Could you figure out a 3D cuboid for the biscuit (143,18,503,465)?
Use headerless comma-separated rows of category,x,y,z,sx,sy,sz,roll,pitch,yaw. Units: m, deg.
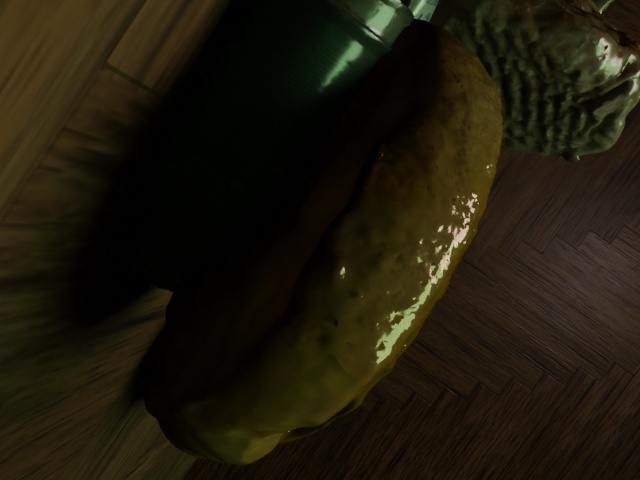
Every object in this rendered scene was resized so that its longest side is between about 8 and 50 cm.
biscuit,0.000,0.000,0.465,0.296,0.102,0.296,-48,-161,22

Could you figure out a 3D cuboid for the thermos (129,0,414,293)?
thermos,-0.038,-0.059,0.383,0.073,0.083,0.188,25,105,-42

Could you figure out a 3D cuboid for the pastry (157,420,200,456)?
pastry,-0.044,0.094,0.820,0.356,0.163,0.356,-54,178,-2

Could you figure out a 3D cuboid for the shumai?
shumai,0.261,-0.279,0.878,0.314,0.267,0.263,36,68,-49

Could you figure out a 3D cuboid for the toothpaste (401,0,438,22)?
toothpaste,0.065,-0.180,0.671,0.069,0.047,0.268,-9,135,-57
